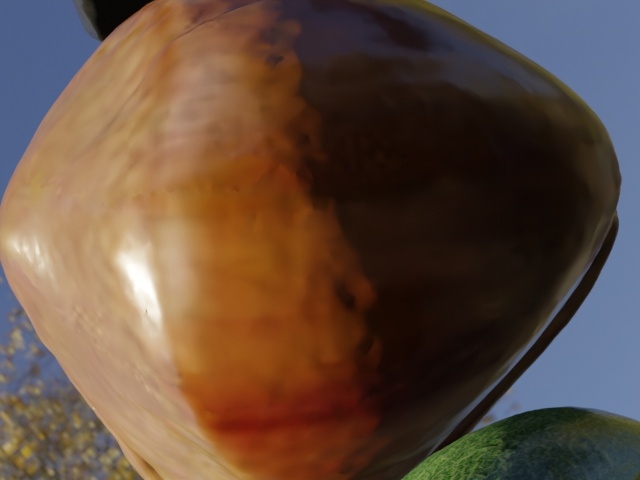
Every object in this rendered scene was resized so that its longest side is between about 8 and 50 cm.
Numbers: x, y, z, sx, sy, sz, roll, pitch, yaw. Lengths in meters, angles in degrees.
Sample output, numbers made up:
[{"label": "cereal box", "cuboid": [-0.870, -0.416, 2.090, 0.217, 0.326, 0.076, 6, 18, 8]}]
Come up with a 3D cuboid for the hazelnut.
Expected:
[{"label": "hazelnut", "cuboid": [0.000, 0.000, 0.888, 0.372, 0.315, 0.372, -13, -11, -3]}]

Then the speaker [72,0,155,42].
[{"label": "speaker", "cuboid": [-0.170, -0.328, 1.302, 0.180, 0.388, 0.184, -25, -55, -1]}]

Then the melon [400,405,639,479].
[{"label": "melon", "cuboid": [0.072, 0.187, 0.597, 0.287, 0.182, 0.182, -46, -30, -43]}]
